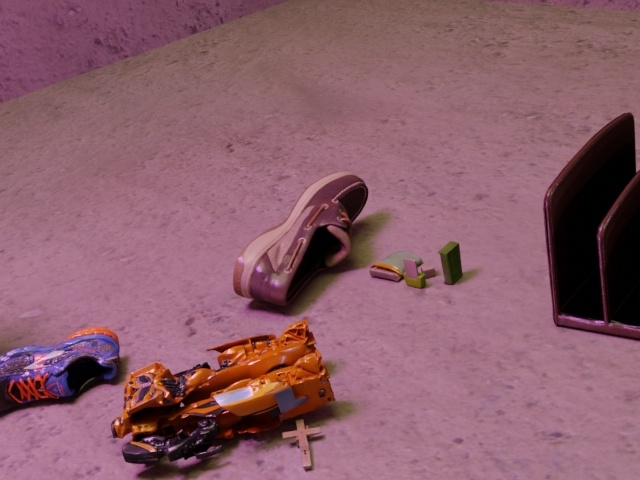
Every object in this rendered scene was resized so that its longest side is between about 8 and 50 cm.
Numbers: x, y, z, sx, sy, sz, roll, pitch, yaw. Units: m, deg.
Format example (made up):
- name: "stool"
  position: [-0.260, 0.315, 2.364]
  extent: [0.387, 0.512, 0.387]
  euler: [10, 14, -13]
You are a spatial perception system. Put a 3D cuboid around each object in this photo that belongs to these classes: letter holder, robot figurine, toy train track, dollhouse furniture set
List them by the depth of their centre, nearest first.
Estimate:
- name: "toy train track"
  position: [-0.021, 0.252, 1.179]
  extent: [0.048, 0.014, 0.083]
  euler: [-7, 30, -4]
- name: "robot figurine"
  position: [-0.136, 0.197, 1.261]
  extent: [0.291, 0.085, 0.211]
  euler: [-15, 20, -6]
- name: "letter holder"
  position: [0.442, -0.037, 1.319]
  extent: [0.152, 0.214, 0.302]
  euler: [8, 32, 38]
- name: "dollhouse furniture set"
  position: [0.147, 0.028, 1.511]
  extent: [0.151, 0.059, 0.076]
  euler: [11, 34, 41]

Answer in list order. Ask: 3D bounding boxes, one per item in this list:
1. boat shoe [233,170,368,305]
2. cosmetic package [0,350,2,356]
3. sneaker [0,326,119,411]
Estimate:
- name: "boat shoe"
  position: [0.000, 0.000, 1.592]
  extent: [0.123, 0.123, 0.342]
  euler: [20, 38, 28]
- name: "cosmetic package"
  position: [-0.630, 0.064, 1.425]
  extent: [0.217, 0.385, 0.156]
  euler: [-23, 26, -18]
- name: "sneaker"
  position: [-0.396, 0.197, 1.403]
  extent: [0.221, 0.083, 0.087]
  euler: [-23, 35, -13]
